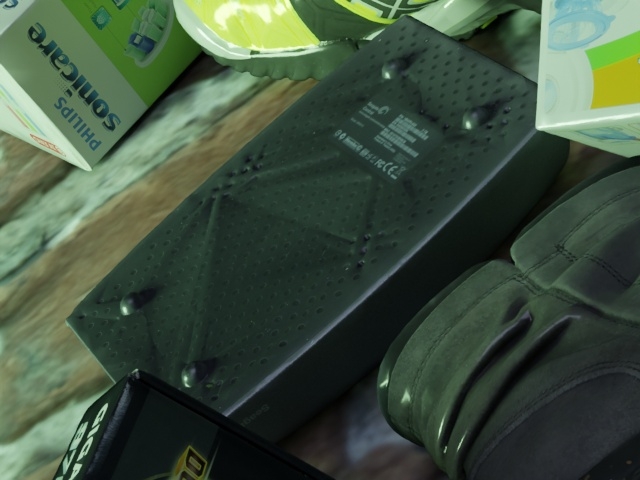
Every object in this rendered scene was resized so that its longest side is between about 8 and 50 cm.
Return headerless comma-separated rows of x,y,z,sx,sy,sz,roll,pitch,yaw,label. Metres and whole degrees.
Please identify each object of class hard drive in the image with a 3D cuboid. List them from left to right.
0.000,0.000,0.837,0.254,0.054,0.172,-42,36,-6,hard drive

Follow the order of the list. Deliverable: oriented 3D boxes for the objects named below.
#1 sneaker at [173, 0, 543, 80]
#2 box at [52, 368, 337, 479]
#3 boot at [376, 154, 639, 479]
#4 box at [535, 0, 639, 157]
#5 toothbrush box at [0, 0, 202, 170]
0.063,-0.197,0.920,0.384,0.147,0.145,-10,46,34,sneaker
-0.042,0.181,0.576,0.051,0.175,0.220,-40,23,51,box
0.184,0.013,0.631,0.338,0.118,0.223,-29,28,1,boot
0.203,-0.099,0.683,0.203,0.103,0.114,-5,78,46,box
-0.148,-0.208,1.127,0.283,0.122,0.206,-48,38,-15,toothbrush box
